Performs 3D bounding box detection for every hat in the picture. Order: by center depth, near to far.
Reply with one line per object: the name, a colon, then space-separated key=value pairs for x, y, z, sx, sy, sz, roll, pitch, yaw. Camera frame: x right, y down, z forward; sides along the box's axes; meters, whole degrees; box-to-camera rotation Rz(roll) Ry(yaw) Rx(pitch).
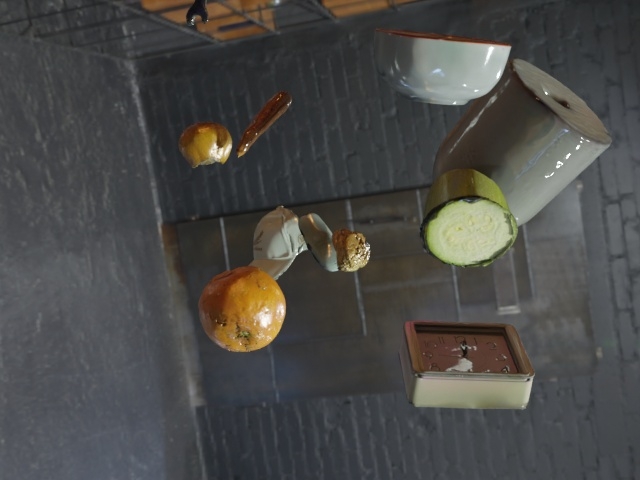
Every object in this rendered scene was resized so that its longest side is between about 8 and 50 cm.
hat: x=-0.198 y=0.027 z=2.544 sx=0.168 sy=0.301 sz=0.258 roll=51 pitch=-22 yaw=-16

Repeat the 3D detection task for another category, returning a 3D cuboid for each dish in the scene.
dish: x=0.213 y=-0.316 z=1.335 sx=0.256 sy=0.256 sz=0.117 roll=-62 pitch=160 yaw=-71

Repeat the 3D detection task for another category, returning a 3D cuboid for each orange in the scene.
orange: x=-0.222 y=0.191 z=2.064 sx=0.246 sy=0.246 sz=0.246 roll=-8 pitch=90 yaw=-79
orange: x=-0.335 y=-0.275 z=2.130 sx=0.156 sy=0.157 sz=0.134 roll=57 pitch=15 yaw=-64

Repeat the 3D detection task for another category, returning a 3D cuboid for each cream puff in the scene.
cream puff: x=0.084 y=0.029 z=2.003 sx=0.133 sy=0.104 sz=0.119 roll=-86 pitch=169 yaw=-72

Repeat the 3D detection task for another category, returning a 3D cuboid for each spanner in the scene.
spanner: x=-0.224 y=-0.556 z=1.466 sx=0.015 sy=0.054 sz=0.254 roll=-22 pitch=129 yaw=-71

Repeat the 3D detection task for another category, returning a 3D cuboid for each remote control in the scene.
remote control: x=0.000 y=0.001 z=2.388 sx=0.256 sy=0.097 sz=0.045 roll=56 pitch=-16 yaw=36

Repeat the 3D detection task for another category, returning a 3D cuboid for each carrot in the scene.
carrot: x=-0.167 y=-0.335 z=2.079 sx=0.248 sy=0.059 sz=0.059 roll=-51 pitch=151 yaw=-15

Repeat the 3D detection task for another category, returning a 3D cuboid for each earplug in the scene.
earplug: x=0.466 y=-0.206 z=1.820 sx=0.313 sy=0.394 sz=0.312 roll=28 pitch=32 yaw=-19

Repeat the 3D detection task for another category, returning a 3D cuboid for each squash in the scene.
squash: x=0.343 y=-0.043 z=1.700 sx=0.133 sy=0.220 sz=0.220 roll=-74 pitch=154 yaw=-55

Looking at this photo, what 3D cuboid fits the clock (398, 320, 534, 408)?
clock: x=0.231 y=0.198 z=1.179 sx=0.147 sy=0.192 sz=0.071 roll=-91 pitch=-176 yaw=-61
